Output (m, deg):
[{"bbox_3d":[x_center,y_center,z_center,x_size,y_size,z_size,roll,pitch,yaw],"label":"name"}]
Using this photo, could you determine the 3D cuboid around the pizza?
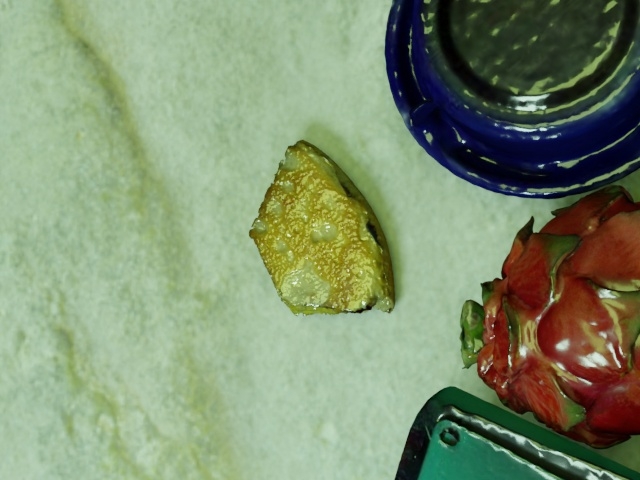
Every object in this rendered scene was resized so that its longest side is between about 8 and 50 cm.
[{"bbox_3d":[0.000,0.000,1.566,0.099,0.036,0.160,-31,74,9],"label":"pizza"}]

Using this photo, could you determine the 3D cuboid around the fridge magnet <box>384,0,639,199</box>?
[{"bbox_3d":[0.176,-0.163,1.500,0.265,0.112,0.265,-4,76,16],"label":"fridge magnet"}]

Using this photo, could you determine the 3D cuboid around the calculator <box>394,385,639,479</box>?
[{"bbox_3d":[0.161,0.260,1.420,0.248,0.058,0.274,24,120,20],"label":"calculator"}]

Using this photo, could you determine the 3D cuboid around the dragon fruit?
[{"bbox_3d":[0.232,0.046,1.416,0.274,0.192,0.193,-25,78,8],"label":"dragon fruit"}]
